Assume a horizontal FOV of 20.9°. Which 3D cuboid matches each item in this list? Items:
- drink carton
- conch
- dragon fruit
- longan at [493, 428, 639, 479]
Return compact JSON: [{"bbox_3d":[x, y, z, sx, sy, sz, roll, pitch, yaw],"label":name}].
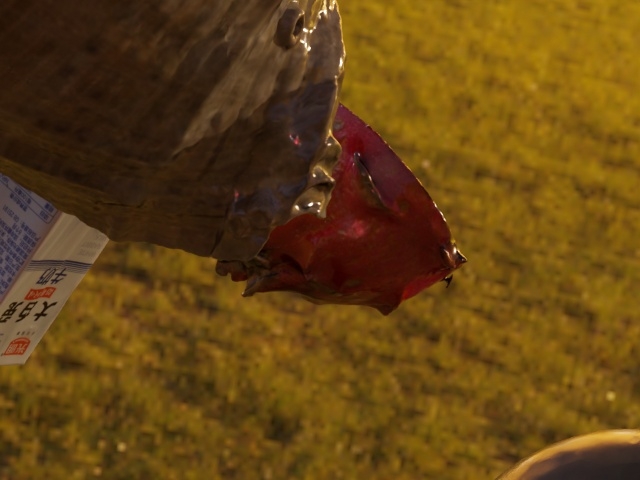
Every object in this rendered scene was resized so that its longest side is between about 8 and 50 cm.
[{"bbox_3d":[-0.300,-0.012,1.835,0.106,0.315,0.130,40,13,22],"label":"drink carton"},{"bbox_3d":[-0.121,-0.153,0.792,0.297,0.352,0.210,-18,-5,28],"label":"conch"},{"bbox_3d":[0.000,0.000,1.017,0.153,0.111,0.153,45,-10,10],"label":"dragon fruit"},{"bbox_3d":[0.237,0.313,1.441,0.319,0.319,0.319,10,15,-3],"label":"longan"}]
